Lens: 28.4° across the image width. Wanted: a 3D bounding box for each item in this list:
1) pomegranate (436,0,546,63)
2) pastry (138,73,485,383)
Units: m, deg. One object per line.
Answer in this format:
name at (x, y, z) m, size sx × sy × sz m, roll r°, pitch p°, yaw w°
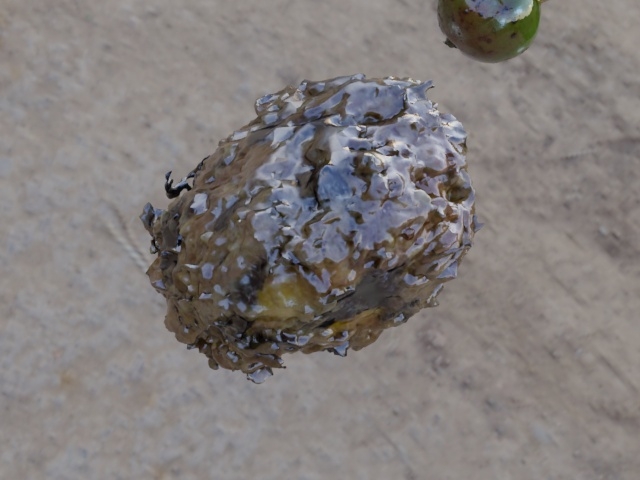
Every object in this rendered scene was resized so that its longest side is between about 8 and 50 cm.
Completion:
pomegranate at (0.261, -0.339, 1.795) m, size 0.159 × 0.205 × 0.159 m, roll 58°, pitch 13°, yaw -22°
pastry at (0.000, 0.000, 0.945) m, size 0.193 × 0.275 × 0.275 m, roll 51°, pitch 42°, yaw -29°
